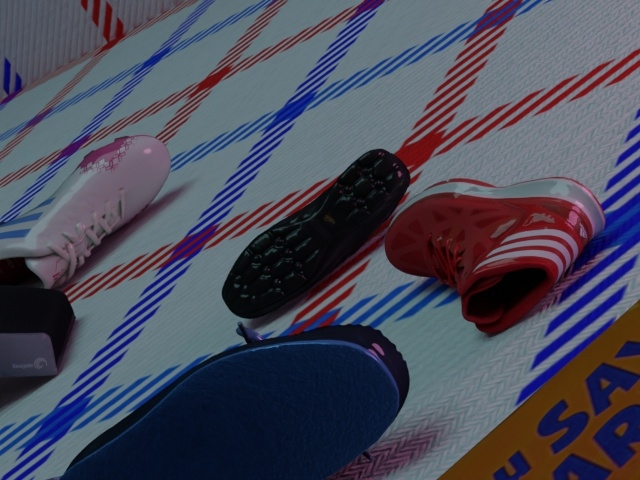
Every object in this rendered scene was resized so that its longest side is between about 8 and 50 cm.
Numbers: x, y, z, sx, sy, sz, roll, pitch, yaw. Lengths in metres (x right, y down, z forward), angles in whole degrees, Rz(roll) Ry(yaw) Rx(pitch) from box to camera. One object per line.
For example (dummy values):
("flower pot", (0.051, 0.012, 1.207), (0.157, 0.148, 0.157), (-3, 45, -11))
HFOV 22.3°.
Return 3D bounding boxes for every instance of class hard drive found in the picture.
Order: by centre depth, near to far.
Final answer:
("hard drive", (-0.421, 0.103, 1.883), (0.254, 0.054, 0.172), (1, 22, 0))

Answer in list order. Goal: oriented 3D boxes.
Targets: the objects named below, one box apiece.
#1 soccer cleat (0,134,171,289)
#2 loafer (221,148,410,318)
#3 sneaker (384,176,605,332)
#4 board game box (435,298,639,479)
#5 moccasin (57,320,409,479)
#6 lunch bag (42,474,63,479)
("soccer cleat", (-0.326, -0.007, 2.136), (0.331, 0.116, 0.143), (-34, 37, 2))
("loafer", (0.000, 0.000, 1.604), (0.223, 0.076, 0.078), (-41, -18, 1))
("sneaker", (0.114, 0.014, 1.332), (0.221, 0.087, 0.128), (-16, 25, 47))
("board game box", (0.173, 0.223, 0.281), (0.356, 0.356, 0.356), (-39, 19, -14))
("moccasin", (-0.074, 0.136, 1.271), (0.342, 0.138, 0.117), (-23, 9, 30))
("lunch bag", (-0.325, 0.292, 1.377), (0.221, 0.138, 0.293), (-22, 10, 36))
